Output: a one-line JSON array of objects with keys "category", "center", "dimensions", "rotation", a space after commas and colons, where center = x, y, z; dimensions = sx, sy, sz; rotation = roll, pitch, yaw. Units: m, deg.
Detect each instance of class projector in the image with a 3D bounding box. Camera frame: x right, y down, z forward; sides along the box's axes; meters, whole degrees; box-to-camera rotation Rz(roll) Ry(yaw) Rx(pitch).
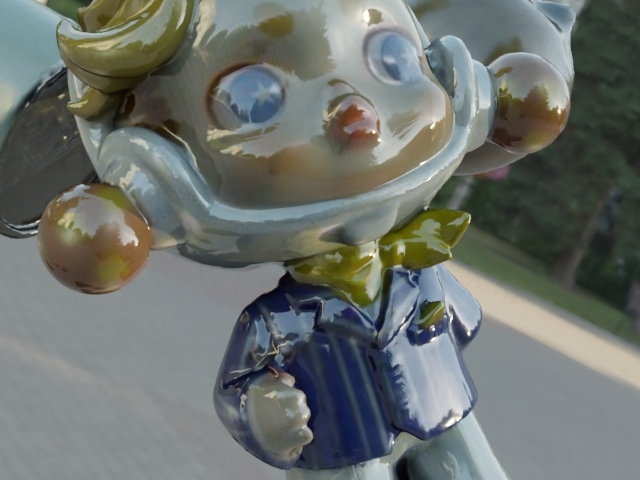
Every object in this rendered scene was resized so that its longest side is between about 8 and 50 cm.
[{"category": "projector", "center": [-0.248, -0.128, 0.779], "dimensions": [0.337, 0.108, 0.108], "rotation": [33, 7, 21]}]

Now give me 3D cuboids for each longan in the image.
[{"category": "longan", "center": [0.068, -0.081, 0.703], "dimensions": [0.113, 0.113, 0.092], "rotation": [33, -31, 51]}]

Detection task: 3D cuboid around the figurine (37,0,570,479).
[{"category": "figurine", "center": [0.010, 0.000, 0.560], "dimensions": [0.274, 0.194, 0.133], "rotation": [51, -19, -10]}]
